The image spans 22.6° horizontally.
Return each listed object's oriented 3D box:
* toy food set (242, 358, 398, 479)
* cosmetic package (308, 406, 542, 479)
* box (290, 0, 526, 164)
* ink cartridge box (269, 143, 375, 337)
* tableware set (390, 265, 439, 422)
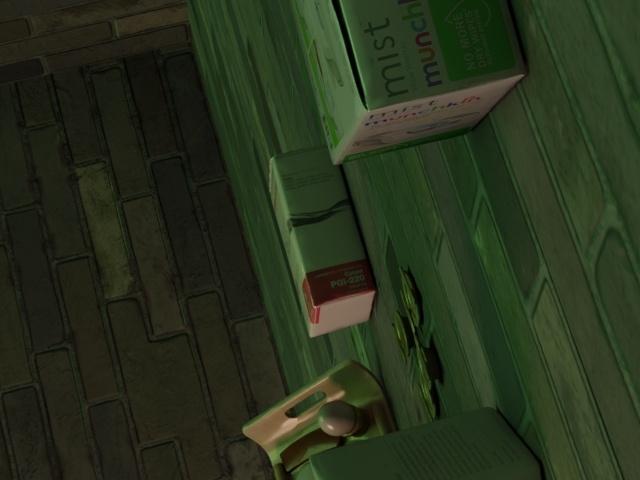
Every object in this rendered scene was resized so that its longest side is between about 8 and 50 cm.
[{"bbox_3d":[0.012,0.344,2.180,0.092,0.219,0.306,22,-138,-47],"label":"toy food set"},{"bbox_3d":[0.101,0.262,1.433,0.151,0.183,0.151,-126,23,-72],"label":"cosmetic package"},{"bbox_3d":[0.041,-0.211,1.211,0.231,0.126,0.262,125,131,-81],"label":"box"},{"bbox_3d":[0.000,0.000,2.150,0.158,0.092,0.218,97,156,-72],"label":"ink cartridge box"},{"bbox_3d":[0.107,0.120,1.807,0.169,0.020,0.141,88,166,-60],"label":"tableware set"}]
